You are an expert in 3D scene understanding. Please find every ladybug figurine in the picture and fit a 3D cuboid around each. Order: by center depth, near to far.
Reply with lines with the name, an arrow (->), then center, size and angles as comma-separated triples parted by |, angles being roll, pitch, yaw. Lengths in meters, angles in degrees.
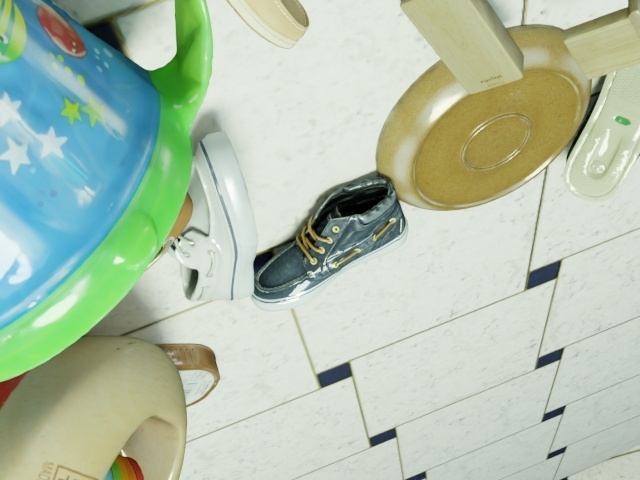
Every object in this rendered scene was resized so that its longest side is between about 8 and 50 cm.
ladybug figurine -> -0.248, 0.223, 0.677 | 0.161, 0.305, 0.449 | 19, 158, 7

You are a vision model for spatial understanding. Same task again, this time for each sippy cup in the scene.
sippy cup -> -0.224, -0.073, 0.401 | 0.240, 0.306, 0.224 | 8, 149, 35

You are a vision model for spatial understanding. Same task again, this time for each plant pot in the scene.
plant pot -> 0.169, -0.105, 0.745 | 0.236, 0.032, 0.236 | -16, 144, -12

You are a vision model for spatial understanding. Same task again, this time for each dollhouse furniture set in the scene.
dollhouse furniture set -> 0.171, -0.211, 0.599 | 0.151, 0.123, 0.144 | -13, 143, 37

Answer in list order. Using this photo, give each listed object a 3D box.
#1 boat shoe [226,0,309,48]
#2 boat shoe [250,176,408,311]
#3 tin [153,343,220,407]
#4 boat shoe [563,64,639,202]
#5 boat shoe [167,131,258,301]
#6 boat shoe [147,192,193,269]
boat shoe -> -0.046, -0.189, 0.474 | 0.059, 0.063, 0.170 | -28, 145, 17
boat shoe -> 0.000, 0.000, 0.762 | 0.183, 0.065, 0.083 | -29, 143, -3
tin -> -0.207, 0.164, 0.876 | 0.189, 0.040, 0.106 | 5, 132, -36
boat shoe -> 0.327, -0.149, 0.762 | 0.079, 0.084, 0.233 | -43, 163, -54
boat shoe -> -0.102, -0.002, 0.672 | 0.075, 0.083, 0.226 | -17, 146, -13
boat shoe -> -0.240, 0.033, 0.600 | 0.323, 0.123, 0.120 | -27, 154, 17
